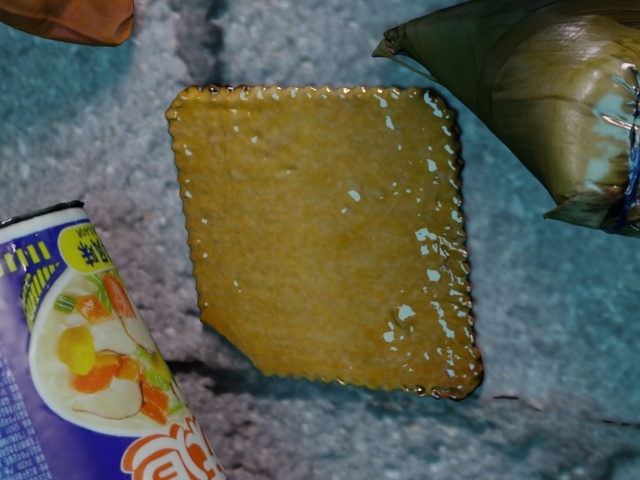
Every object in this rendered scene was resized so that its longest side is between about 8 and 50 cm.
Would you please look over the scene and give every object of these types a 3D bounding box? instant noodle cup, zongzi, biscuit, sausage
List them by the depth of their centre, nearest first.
[{"bbox_3d":[0.112,-0.085,0.924,0.289,0.260,0.123,13,108,24],"label":"zongzi"},{"bbox_3d":[-0.211,-0.193,1.145,0.179,0.089,0.089,24,135,-33],"label":"sausage"},{"bbox_3d":[0.000,0.000,1.175,0.237,0.013,0.232,4,112,30],"label":"biscuit"},{"bbox_3d":[-0.209,0.146,1.225,0.284,0.284,0.312,-22,89,35],"label":"instant noodle cup"}]
